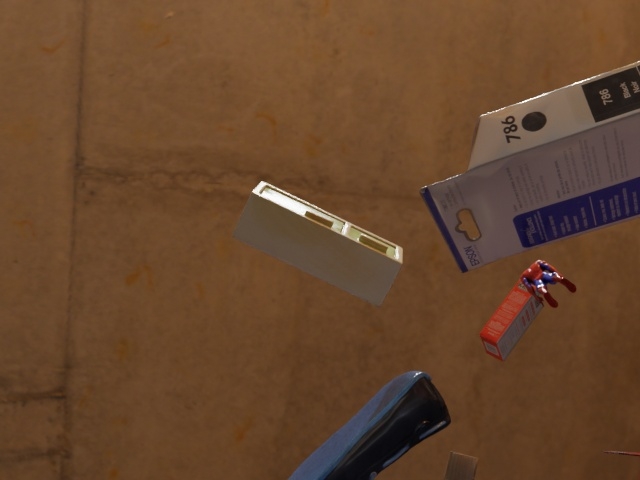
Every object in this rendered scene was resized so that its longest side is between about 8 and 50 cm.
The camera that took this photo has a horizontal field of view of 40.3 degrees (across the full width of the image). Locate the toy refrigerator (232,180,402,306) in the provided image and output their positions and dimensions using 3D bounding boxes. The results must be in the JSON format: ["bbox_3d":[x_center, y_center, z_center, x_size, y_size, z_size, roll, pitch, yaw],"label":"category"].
[{"bbox_3d":[0.000,0.000,1.451,0.269,0.102,0.094,26,-75,-1],"label":"toy refrigerator"}]

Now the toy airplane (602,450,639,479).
[{"bbox_3d":[0.295,0.176,0.722,0.151,0.028,0.151,2,-94,-32],"label":"toy airplane"}]

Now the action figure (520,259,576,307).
[{"bbox_3d":[0.233,0.044,0.908,0.030,0.115,0.038,43,-84,-9],"label":"action figure"}]

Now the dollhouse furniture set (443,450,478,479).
[{"bbox_3d":[0.303,0.520,1.258,0.303,0.174,0.356,12,-98,6],"label":"dollhouse furniture set"}]

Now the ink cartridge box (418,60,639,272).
[{"bbox_3d":[0.262,-0.078,0.799,0.165,0.332,0.065,55,-159,-53],"label":"ink cartridge box"}]

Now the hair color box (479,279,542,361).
[{"bbox_3d":[0.365,0.153,1.668,0.141,0.043,0.072,-49,-41,-18],"label":"hair color box"}]

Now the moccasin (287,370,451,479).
[{"bbox_3d":[0.062,0.339,1.284,0.342,0.137,0.117,-40,-84,-10],"label":"moccasin"}]
